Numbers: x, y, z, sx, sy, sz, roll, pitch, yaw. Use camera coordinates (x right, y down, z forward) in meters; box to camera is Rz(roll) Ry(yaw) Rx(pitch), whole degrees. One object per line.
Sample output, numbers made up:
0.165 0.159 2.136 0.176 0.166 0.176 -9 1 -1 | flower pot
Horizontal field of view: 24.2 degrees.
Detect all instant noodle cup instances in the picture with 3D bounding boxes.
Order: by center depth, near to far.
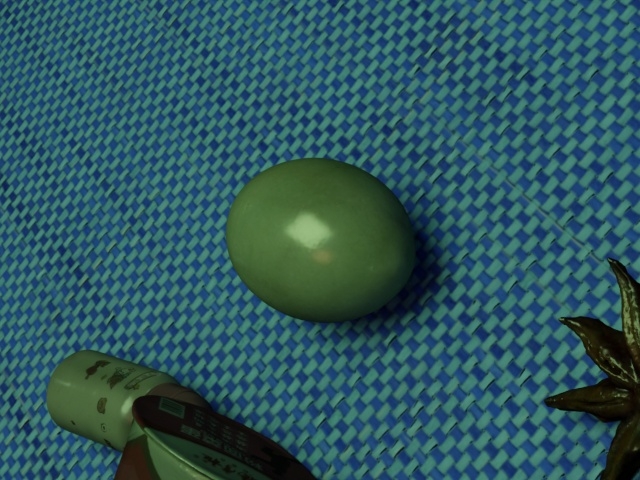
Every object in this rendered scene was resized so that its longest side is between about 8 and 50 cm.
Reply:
-0.136 0.302 1.638 0.235 0.234 0.178 33 100 44 | instant noodle cup

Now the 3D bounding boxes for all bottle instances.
-0.227 0.208 1.830 0.233 0.110 0.110 11 75 42 | bottle

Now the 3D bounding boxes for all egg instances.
0.000 0.000 1.697 0.253 0.186 0.186 20 81 46 | egg

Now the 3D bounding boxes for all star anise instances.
0.336 0.140 1.411 0.272 0.102 0.272 10 104 45 | star anise
